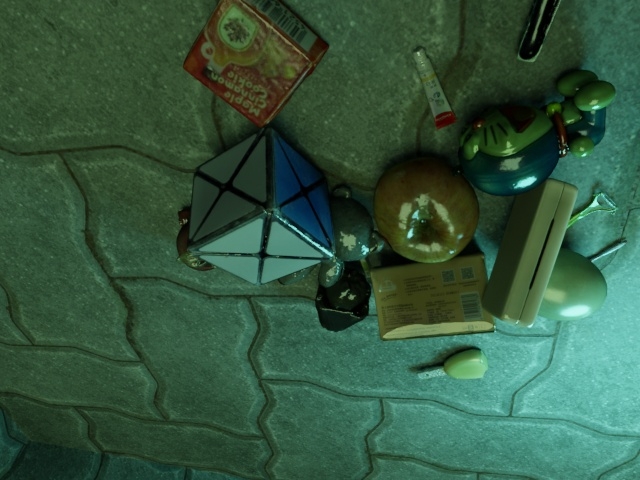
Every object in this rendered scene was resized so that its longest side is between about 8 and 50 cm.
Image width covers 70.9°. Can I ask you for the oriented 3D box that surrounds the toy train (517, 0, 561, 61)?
[{"bbox_3d":[0.418,-0.439,0.832,0.043,0.047,0.207,11,132,4],"label":"toy train"}]

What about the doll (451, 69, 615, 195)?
[{"bbox_3d":[0.429,-0.203,0.930,0.322,0.198,0.186,-19,122,21],"label":"doll"}]

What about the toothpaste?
[{"bbox_3d":[0.245,-0.327,0.975,0.048,0.031,0.190,-20,126,22],"label":"toothpaste"}]

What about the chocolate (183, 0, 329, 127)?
[{"bbox_3d":[-0.144,-0.387,0.952,0.237,0.108,0.235,35,129,-20],"label":"chocolate"}]

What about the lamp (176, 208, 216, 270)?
[{"bbox_3d":[-0.328,0.010,1.277,0.151,0.223,0.215,-2,121,-11],"label":"lamp"}]

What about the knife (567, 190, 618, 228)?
[{"bbox_3d":[0.647,-0.054,1.122,0.078,0.022,0.166,40,125,-13],"label":"knife"}]

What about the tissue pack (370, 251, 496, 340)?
[{"bbox_3d":[0.322,0.157,1.272,0.306,0.238,0.238,-10,127,18],"label":"tissue pack"}]

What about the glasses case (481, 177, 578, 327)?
[{"bbox_3d":[0.479,0.025,1.044,0.076,0.144,0.336,16,95,-1],"label":"glasses case"}]

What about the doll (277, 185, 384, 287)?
[{"bbox_3d":[0.006,-0.002,1.231,0.340,0.158,0.245,-33,82,35],"label":"doll"}]

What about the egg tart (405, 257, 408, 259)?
[{"bbox_3d":[0.262,0.010,1.245,0.105,0.039,0.105,6,130,7],"label":"egg tart"}]

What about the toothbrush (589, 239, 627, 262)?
[{"bbox_3d":[0.727,0.056,1.204,0.013,0.019,0.193,35,126,-16],"label":"toothbrush"}]

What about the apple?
[{"bbox_3d":[0.250,-0.074,1.077,0.261,0.194,0.260,5,128,7],"label":"apple"}]

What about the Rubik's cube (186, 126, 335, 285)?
[{"bbox_3d":[-0.142,-0.071,1.079,0.255,0.259,0.260,-23,142,25],"label":"Rubik's cube"}]

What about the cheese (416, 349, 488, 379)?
[{"bbox_3d":[0.459,0.449,1.568,0.256,0.050,0.127,-24,123,30],"label":"cheese"}]

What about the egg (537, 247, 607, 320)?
[{"bbox_3d":[0.606,0.111,1.162,0.253,0.186,0.186,11,131,-2],"label":"egg"}]

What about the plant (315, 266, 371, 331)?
[{"bbox_3d":[0.065,0.176,1.363,0.165,0.141,0.256,17,142,-2],"label":"plant"}]

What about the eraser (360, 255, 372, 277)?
[{"bbox_3d":[0.134,0.067,1.320,0.019,0.038,0.083,-6,127,23],"label":"eraser"}]
